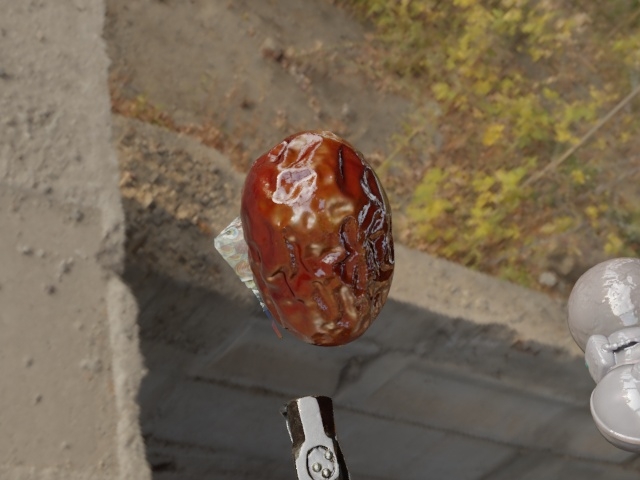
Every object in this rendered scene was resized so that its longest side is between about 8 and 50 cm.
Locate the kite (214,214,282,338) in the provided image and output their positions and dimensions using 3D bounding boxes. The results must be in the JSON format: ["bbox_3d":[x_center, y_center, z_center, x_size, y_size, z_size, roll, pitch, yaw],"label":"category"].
[{"bbox_3d":[-0.091,0.055,1.796,0.229,0.127,0.016,60,22,14],"label":"kite"}]

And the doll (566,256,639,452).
[{"bbox_3d":[0.373,0.141,1.257,0.151,0.151,0.287,34,34,-15],"label":"doll"}]

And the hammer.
[{"bbox_3d":[0.036,0.446,1.844,0.409,0.095,0.243,66,6,-59],"label":"hammer"}]

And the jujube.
[{"bbox_3d":[0.000,0.000,1.153,0.174,0.174,0.250,-73,155,-53],"label":"jujube"}]
